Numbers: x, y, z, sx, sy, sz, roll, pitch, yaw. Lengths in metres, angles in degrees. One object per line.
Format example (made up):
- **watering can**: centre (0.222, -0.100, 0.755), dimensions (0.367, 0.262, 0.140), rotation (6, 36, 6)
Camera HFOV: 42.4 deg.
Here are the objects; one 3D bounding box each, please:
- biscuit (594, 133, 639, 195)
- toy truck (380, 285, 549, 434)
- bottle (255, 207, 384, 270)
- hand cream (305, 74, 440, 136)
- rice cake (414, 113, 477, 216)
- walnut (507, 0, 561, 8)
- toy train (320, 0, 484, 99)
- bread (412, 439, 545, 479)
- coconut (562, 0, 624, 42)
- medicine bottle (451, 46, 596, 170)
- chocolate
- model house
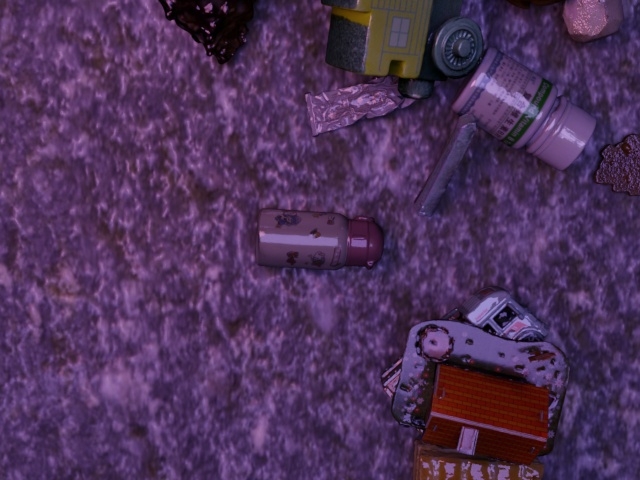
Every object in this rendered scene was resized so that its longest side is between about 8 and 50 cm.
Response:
- **biscuit**: centre (0.581, -0.131, 1.554), dimensions (0.130, 0.019, 0.119), rotation (42, 92, -1)
- **toy truck**: centre (0.258, 0.213, 1.514), dimensions (0.305, 0.136, 0.162), rotation (-42, 92, 3)
- **bottle**: centre (0.000, 0.000, 1.516), dimensions (0.233, 0.110, 0.110), rotation (3, 93, 0)
- **hand cream**: centre (0.099, -0.265, 1.536), dimensions (0.256, 0.050, 0.084), rotation (-14, 96, 4)
- **rice cake**: centre (0.227, -0.136, 1.500), dimensions (0.034, 0.043, 0.211), rotation (14, 123, -16)
- **walnut**: centre (0.358, -0.572, 1.445), dimensions (0.208, 0.209, 0.336), rotation (-21, 92, 1)
- **toy train**: centre (0.144, -0.456, 1.364), dimensions (0.272, 0.179, 0.442), rotation (-2, 111, -29)
- **bread**: centre (0.291, 0.511, 1.542), dimensions (0.239, 0.111, 0.246), rotation (3, 93, 1)
- **coconut**: centre (0.491, -0.425, 1.494), dimensions (0.110, 0.110, 0.125), rotation (-17, 96, 1)
- **medicine bottle**: centre (0.367, -0.233, 1.492), dimensions (0.236, 0.139, 0.139), rotation (33, 92, -2)
- **chocolate**: centre (-0.176, -0.407, 1.460), dimensions (0.224, 0.206, 0.177), rotation (-38, 118, -36)
- **model house**: centre (0.278, 0.260, 1.373), dimensions (0.293, 0.154, 0.207), rotation (13, 95, 1)
